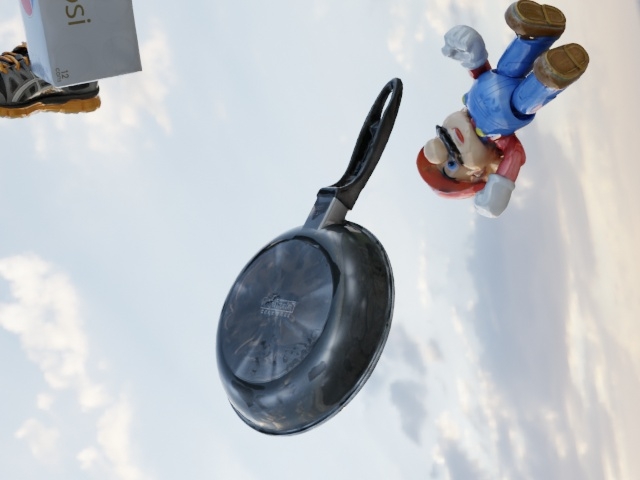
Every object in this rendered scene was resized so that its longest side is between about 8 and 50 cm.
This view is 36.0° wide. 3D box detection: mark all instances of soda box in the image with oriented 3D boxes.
[{"bbox_3d":[-0.191,-0.229,0.730,0.069,0.073,0.216,32,132,55],"label":"soda box"}]

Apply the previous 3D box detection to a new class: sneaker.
[{"bbox_3d":[-0.336,-0.186,1.114,0.215,0.084,0.083,-20,-54,-56],"label":"sneaker"}]

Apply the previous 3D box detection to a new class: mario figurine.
[{"bbox_3d":[0.214,-0.162,1.326,0.320,0.170,0.198,120,169,-50],"label":"mario figurine"}]

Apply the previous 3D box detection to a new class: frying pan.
[{"bbox_3d":[0.014,0.014,0.833,0.053,0.326,0.197,30,-175,-40],"label":"frying pan"}]
